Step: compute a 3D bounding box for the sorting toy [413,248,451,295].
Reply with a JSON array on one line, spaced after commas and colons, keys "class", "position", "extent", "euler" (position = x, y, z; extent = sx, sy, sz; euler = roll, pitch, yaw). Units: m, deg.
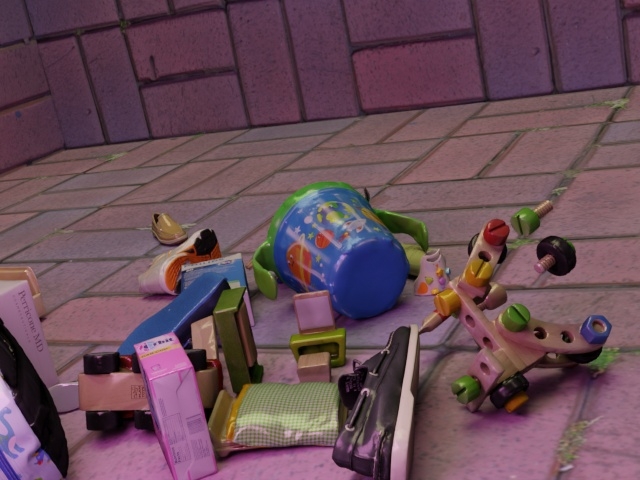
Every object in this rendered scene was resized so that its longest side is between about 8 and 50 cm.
[{"class": "sorting toy", "position": [0.215, 0.057, 1.831], "extent": [0.083, 0.075, 0.045], "euler": [-24, 20, -33]}]

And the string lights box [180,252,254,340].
[{"class": "string lights box", "position": [-0.211, 0.107, 1.957], "extent": [0.133, 0.077, 0.260], "euler": [-12, 17, -3]}]

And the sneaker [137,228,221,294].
[{"class": "sneaker", "position": [-0.325, 0.047, 2.207], "extent": [0.121, 0.099, 0.262], "euler": [-8, 16, 27]}]

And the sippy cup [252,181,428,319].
[{"class": "sippy cup", "position": [0.046, 0.031, 1.818], "extent": [0.305, 0.240, 0.224], "euler": [-48, 34, -2]}]

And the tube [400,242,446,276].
[{"class": "tube", "position": [0.162, 0.034, 1.981], "extent": [0.070, 0.062, 0.240], "euler": [22, -5, -28]}]

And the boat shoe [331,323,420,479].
[{"class": "boat shoe", "position": [0.077, 0.214, 1.337], "extent": [0.113, 0.127, 0.340], "euler": [3, 29, 7]}]

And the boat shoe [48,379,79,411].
[{"class": "boat shoe", "position": [-0.409, 0.260, 1.664], "extent": [0.142, 0.049, 0.040], "euler": [-14, -2, -12]}]

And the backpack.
[{"class": "backpack", "position": [-0.491, 0.257, 1.387], "extent": [0.273, 0.290, 0.355], "euler": [-33, 33, -31]}]

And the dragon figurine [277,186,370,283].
[{"class": "dragon figurine", "position": [0.000, 0.000, 1.993], "extent": [0.289, 0.085, 0.144], "euler": [-29, 13, 45]}]

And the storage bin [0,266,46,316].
[{"class": "storage bin", "position": [-0.781, 0.161, 2.093], "extent": [0.260, 0.123, 0.262], "euler": [-3, 19, 29]}]

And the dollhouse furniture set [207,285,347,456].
[{"class": "dollhouse furniture set", "position": [-0.064, 0.183, 1.475], "extent": [0.197, 0.151, 0.301], "euler": [-8, 17, 6]}]

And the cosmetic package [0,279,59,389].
[{"class": "cosmetic package", "position": [-0.644, 0.232, 1.622], "extent": [0.156, 0.217, 0.385], "euler": [-2, 22, 32]}]

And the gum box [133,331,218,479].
[{"class": "gum box", "position": [-0.201, 0.239, 1.351], "extent": [0.062, 0.188, 0.107], "euler": [-16, 25, -17]}]

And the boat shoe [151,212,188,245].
[{"class": "boat shoe", "position": [-0.409, -0.036, 2.561], "extent": [0.068, 0.072, 0.190], "euler": [-21, 19, -27]}]

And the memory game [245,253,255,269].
[{"class": "memory game", "position": [-0.083, 0.000, 2.006], "extent": [0.186, 0.012, 0.186], "euler": [-38, 8, 6]}]

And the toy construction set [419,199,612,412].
[{"class": "toy construction set", "position": [0.231, 0.128, 1.413], "extent": [0.237, 0.257, 0.309], "euler": [-34, 5, -25]}]

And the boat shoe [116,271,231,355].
[{"class": "boat shoe", "position": [-0.253, 0.170, 1.752], "extent": [0.258, 0.089, 0.109], "euler": [-38, 38, -14]}]

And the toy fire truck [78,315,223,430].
[{"class": "toy fire truck", "position": [-0.255, 0.211, 1.587], "extent": [0.217, 0.158, 0.246], "euler": [-4, -2, 9]}]
